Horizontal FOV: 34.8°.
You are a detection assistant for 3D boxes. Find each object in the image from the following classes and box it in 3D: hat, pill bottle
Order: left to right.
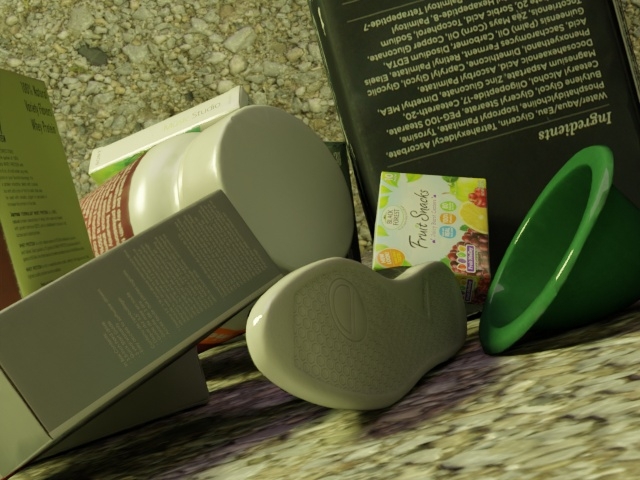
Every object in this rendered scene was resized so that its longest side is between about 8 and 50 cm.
[{"bbox_3d":[-0.163,0.018,1.139,0.392,0.224,0.224,-28,-7,40],"label":"pill bottle"},{"bbox_3d":[0.249,0.037,0.792,0.209,0.183,0.173,-62,5,-20],"label":"hat"}]

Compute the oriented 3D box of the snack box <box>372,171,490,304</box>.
[{"bbox_3d":[0.099,-0.005,0.915,0.100,0.037,0.141,3,39,4],"label":"snack box"}]

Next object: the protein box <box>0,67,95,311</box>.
[{"bbox_3d":[-0.297,-0.028,0.849,0.135,0.201,0.200,-15,2,5],"label":"protein box"}]

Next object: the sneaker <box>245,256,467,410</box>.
[{"bbox_3d":[-0.007,0.076,0.749,0.146,0.105,0.295,-17,-6,27],"label":"sneaker"}]

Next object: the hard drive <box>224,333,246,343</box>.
[{"bbox_3d":[-0.198,0.057,1.416,0.338,0.237,0.064,-15,40,10],"label":"hard drive"}]

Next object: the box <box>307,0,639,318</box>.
[{"bbox_3d":[0.165,-0.177,1.211,0.297,0.472,0.480,-17,1,2],"label":"box"}]

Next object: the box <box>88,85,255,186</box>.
[{"bbox_3d":[-0.133,-0.038,1.411,0.232,0.322,0.058,-22,37,16],"label":"box"}]

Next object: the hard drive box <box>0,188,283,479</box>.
[{"bbox_3d":[-0.168,0.077,0.762,0.232,0.089,0.181,-34,-3,-43],"label":"hard drive box"}]

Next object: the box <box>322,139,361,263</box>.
[{"bbox_3d":[0.000,0.000,1.225,0.051,0.220,0.175,-7,-1,-14],"label":"box"}]

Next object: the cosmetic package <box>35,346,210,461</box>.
[{"bbox_3d":[-0.234,0.122,0.920,0.237,0.127,0.107,-14,0,-26],"label":"cosmetic package"}]
